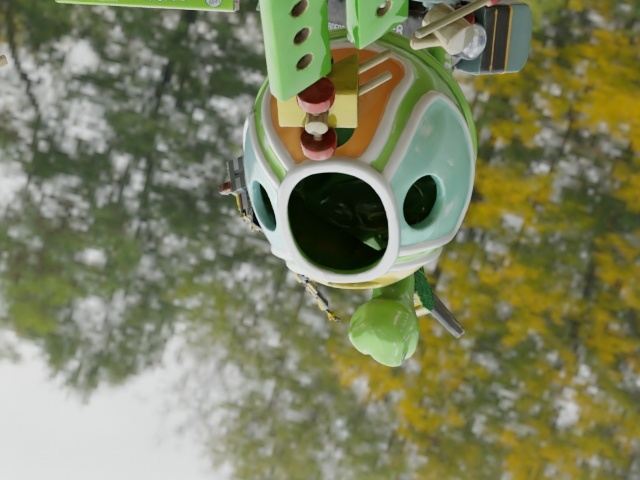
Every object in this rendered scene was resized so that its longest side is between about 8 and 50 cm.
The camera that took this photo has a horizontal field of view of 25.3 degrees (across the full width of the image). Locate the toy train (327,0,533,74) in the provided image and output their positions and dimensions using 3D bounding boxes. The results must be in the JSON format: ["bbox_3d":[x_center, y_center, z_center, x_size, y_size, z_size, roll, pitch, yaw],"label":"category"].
[{"bbox_3d":[0.145,-0.307,2.045,0.190,0.142,0.334,-6,-163,-36],"label":"toy train"}]

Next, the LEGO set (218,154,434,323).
[{"bbox_3d":[0.000,0.000,1.928,0.192,0.254,0.331,-20,160,22],"label":"LEGO set"}]

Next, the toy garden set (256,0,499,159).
[{"bbox_3d":[0.055,-0.176,0.982,0.049,0.244,0.203,46,161,26],"label":"toy garden set"}]

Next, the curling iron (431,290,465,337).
[{"bbox_3d":[0.122,0.044,2.170,0.274,0.035,0.068,44,174,17],"label":"curling iron"}]

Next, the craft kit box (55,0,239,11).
[{"bbox_3d":[-0.230,-0.439,1.932,0.250,0.246,0.061,4,-171,4],"label":"craft kit box"}]

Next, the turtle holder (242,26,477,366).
[{"bbox_3d":[0.027,-0.046,1.453,0.243,0.320,0.227,19,-147,-1],"label":"turtle holder"}]

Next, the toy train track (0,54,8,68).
[{"bbox_3d":[-0.307,-0.191,1.277,0.083,0.014,0.048,53,-146,-3],"label":"toy train track"}]
